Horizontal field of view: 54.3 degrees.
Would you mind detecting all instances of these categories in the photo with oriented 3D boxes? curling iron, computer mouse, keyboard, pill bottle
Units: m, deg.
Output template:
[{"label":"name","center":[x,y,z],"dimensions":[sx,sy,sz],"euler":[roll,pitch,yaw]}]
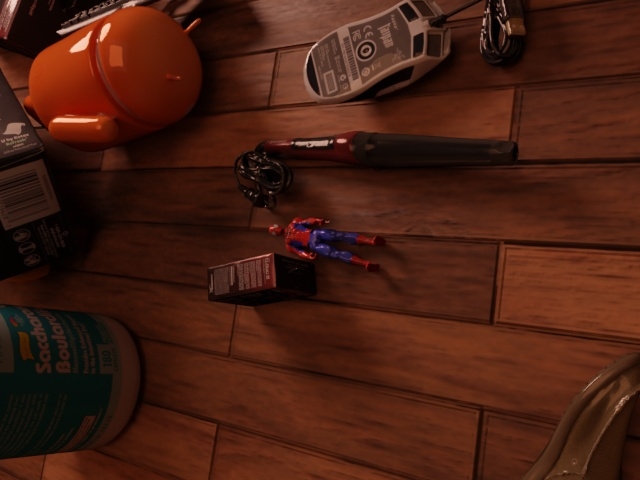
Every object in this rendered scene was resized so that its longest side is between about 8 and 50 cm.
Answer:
[{"label":"curling iron","center":[0.034,-0.065,0.537],"dimensions":[0.274,0.035,0.068],"euler":[-1,83,34]},{"label":"computer mouse","center":[0.075,-0.169,0.531],"dimensions":[0.193,0.042,0.106],"euler":[-17,75,23]},{"label":"keyboard","center":[-0.201,-0.274,0.703],"dimensions":[0.180,0.108,0.023],"euler":[-14,116,15]},{"label":"pill bottle","center":[-0.312,0.131,0.581],"dimensions":[0.146,0.264,0.146],"euler":[-7,76,31]}]

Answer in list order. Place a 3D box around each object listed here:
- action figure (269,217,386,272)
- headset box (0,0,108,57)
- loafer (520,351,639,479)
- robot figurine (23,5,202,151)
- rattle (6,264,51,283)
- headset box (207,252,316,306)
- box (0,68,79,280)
[{"label":"action figure","center":[0.000,0.000,0.550],"dimensions":[0.115,0.030,0.038],"euler":[12,92,37]},{"label":"headset box","center":[-0.384,-0.360,0.830],"dimensions":[0.293,0.110,0.218],"euler":[25,93,35]},{"label":"loafer","center":[0.171,0.137,0.394],"dimensions":[0.050,0.056,0.148],"euler":[37,110,33]},{"label":"robot figurine","center":[-0.219,-0.168,0.670],"dimensions":[0.219,0.158,0.128],"euler":[-13,99,30]},{"label":"rattle","center":[-0.442,0.075,0.822],"dimensions":[0.130,0.143,0.199],"euler":[-114,43,-60]},{"label":"headset box","center":[-0.049,0.036,0.552],"dimensions":[0.083,0.062,0.032],"euler":[-15,73,31]},{"label":"box","center":[-0.407,-0.096,0.721],"dimensions":[0.270,0.143,0.165],"euler":[49,150,33]}]
